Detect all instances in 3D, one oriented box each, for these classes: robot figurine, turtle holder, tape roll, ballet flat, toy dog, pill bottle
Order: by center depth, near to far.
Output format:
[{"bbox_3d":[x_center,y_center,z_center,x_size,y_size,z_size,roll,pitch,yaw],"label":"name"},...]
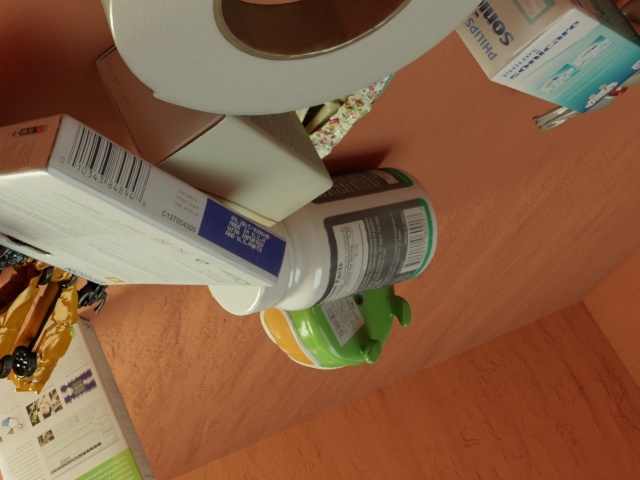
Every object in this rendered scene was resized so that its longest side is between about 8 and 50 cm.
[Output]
[{"bbox_3d":[-0.007,-0.253,0.842,0.392,0.072,0.392,-19,156,-9],"label":"tape roll"},{"bbox_3d":[0.022,-0.194,1.297,0.077,0.091,0.241,13,135,-29],"label":"ballet flat"},{"bbox_3d":[-0.402,0.087,1.300,0.211,0.085,0.291,5,119,-52],"label":"robot figurine"},{"bbox_3d":[0.477,-0.324,1.545,0.220,0.161,0.333,-19,173,-32],"label":"toy dog"},{"bbox_3d":[0.000,0.000,1.549,0.361,0.204,0.204,-12,154,-38],"label":"pill bottle"},{"bbox_3d":[0.019,0.096,1.825,0.227,0.320,0.243,-16,138,41],"label":"turtle holder"}]

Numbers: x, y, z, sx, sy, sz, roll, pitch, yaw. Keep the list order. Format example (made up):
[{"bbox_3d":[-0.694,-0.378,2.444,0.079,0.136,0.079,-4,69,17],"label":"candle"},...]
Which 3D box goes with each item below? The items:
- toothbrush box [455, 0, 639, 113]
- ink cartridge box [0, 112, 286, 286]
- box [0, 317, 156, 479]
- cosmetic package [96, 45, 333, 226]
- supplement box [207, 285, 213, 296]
[{"bbox_3d":[0.261,-0.292,1.174,0.126,0.216,0.295,-41,156,29],"label":"toothbrush box"},{"bbox_3d":[-0.263,-0.029,1.073,0.330,0.071,0.324,-1,159,41],"label":"ink cartridge box"},{"bbox_3d":[-0.430,0.322,1.583,0.232,0.322,0.058,-31,157,8],"label":"box"},{"bbox_3d":[-0.113,-0.135,1.140,0.113,0.160,0.309,-33,158,14],"label":"cosmetic package"},{"bbox_3d":[-0.164,0.061,1.713,0.055,0.043,0.083,-6,151,-46],"label":"supplement box"}]
